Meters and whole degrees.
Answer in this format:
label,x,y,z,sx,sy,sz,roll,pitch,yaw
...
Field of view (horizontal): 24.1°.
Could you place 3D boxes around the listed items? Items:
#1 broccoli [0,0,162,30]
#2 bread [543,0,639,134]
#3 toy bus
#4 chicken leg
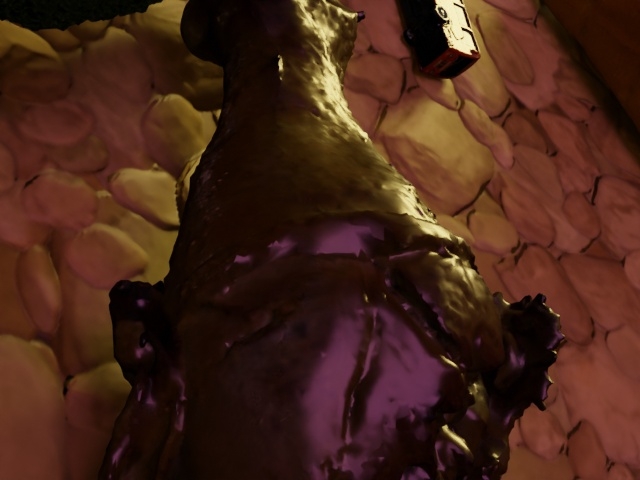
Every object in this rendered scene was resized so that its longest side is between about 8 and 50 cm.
label,x,y,z,sx,sy,sz,roll,pitch,yaw
broccoli,-0.112,-0.235,0.670,0.298,0.297,0.297,12,71,-34
bread,0.309,-0.080,1.097,0.362,0.245,0.233,34,35,30
toy bus,0.071,-0.154,0.961,0.043,0.031,0.110,15,51,-41
chicken leg,0.014,0.006,0.712,0.211,0.140,0.361,21,52,-17
